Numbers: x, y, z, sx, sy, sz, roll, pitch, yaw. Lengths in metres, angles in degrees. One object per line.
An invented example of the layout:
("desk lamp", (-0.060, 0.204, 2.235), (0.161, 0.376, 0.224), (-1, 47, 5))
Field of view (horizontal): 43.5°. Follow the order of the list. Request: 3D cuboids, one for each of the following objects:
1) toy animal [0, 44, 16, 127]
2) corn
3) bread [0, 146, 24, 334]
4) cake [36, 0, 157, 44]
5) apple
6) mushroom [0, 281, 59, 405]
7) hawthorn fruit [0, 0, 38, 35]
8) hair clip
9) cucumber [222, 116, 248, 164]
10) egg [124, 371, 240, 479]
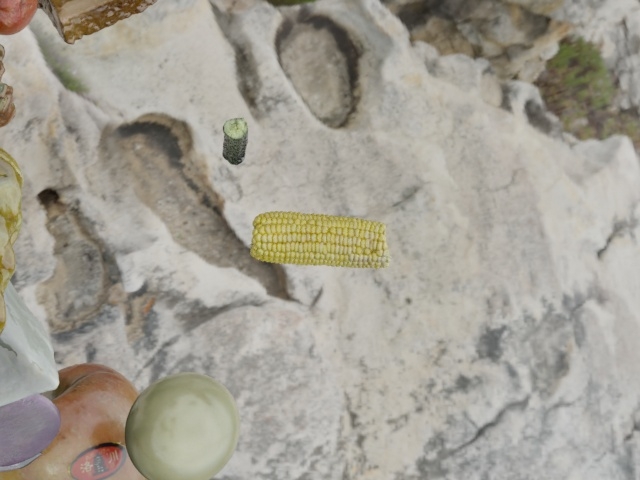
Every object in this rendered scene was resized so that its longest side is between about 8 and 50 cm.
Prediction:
("toy animal", (-0.697, -0.231, 1.611), (0.097, 0.157, 0.312), (27, 58, 7))
("corn", (0.000, 0.000, 1.382), (0.244, 0.093, 0.093), (5, 75, -4))
("bread", (-0.256, 0.088, 0.520), (0.084, 0.077, 0.368), (28, 49, -42))
("cake", (-0.346, -0.451, 1.115), (0.196, 0.293, 0.199), (-27, 73, -11))
("apple", (-0.472, 0.417, 1.532), (0.338, 0.338, 0.305), (-32, 109, -40))
("mushroom", (-0.392, 0.059, 0.929), (0.118, 0.103, 0.270), (-17, 85, -23))
("hawthorn fruit", (-0.644, -0.460, 1.578), (0.165, 0.165, 0.285), (33, 32, -31))
("hair clip", (-0.465, 0.266, 1.198), (0.095, 0.359, 0.110), (20, 57, 13))
("cucumber", (-0.184, -0.216, 1.743), (0.058, 0.187, 0.058), (1, 78, -7))
("egg", (-0.228, 0.315, 1.351), (0.241, 0.186, 0.186), (-36, 109, -81))
